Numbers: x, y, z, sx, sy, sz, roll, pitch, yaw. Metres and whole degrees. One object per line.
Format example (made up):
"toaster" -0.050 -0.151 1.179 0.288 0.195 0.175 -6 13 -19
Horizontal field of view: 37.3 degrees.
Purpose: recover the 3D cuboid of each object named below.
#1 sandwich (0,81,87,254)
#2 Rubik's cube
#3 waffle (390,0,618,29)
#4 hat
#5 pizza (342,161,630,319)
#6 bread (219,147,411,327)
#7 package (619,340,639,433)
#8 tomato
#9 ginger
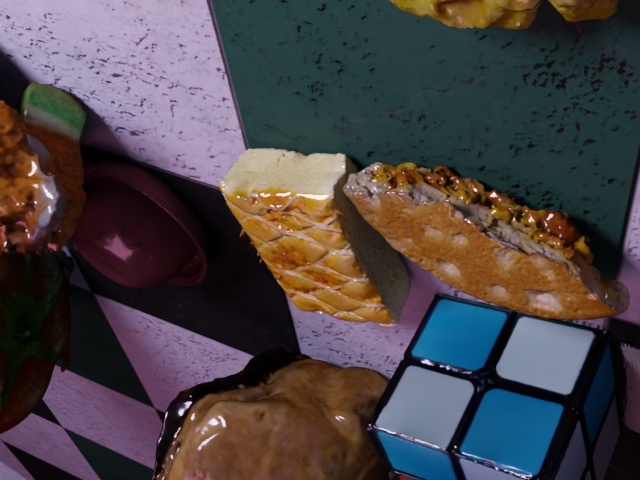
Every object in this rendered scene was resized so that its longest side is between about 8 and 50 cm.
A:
"sandwich" -0.309 -0.093 0.948 0.301 0.162 0.251 45 151 43
"Rubik's cube" 0.172 0.181 0.906 0.183 0.167 0.180 9 142 32
"waffle" 0.071 -0.241 0.484 0.302 0.068 0.325 27 148 7
"hat" -0.218 -0.003 1.066 0.205 0.089 0.205 23 149 15
"pizza" 0.136 0.000 0.783 0.246 0.058 0.127 18 148 25
"bread" 0.001 0.001 0.895 0.125 0.068 0.188 7 142 35
"package" 0.379 0.159 0.824 0.239 0.030 0.154 14 143 29
"tomato" -0.479 0.105 1.241 0.238 0.304 0.304 3 141 20
"ginger" -0.034 0.258 1.112 0.223 0.269 0.201 20 120 32
